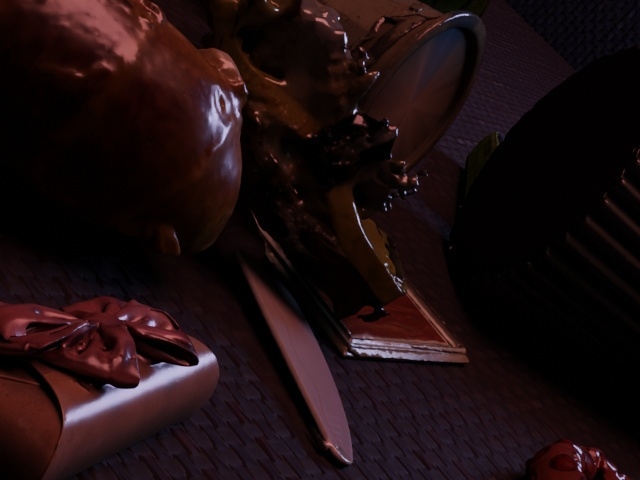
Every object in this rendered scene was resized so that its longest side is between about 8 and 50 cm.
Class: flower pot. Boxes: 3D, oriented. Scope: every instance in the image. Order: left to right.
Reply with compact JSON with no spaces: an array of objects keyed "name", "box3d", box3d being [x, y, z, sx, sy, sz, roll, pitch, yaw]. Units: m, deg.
[{"name":"flower pot","box3d":[0.017,-0.174,1.477,0.203,0.212,0.212,34,15,20]}]

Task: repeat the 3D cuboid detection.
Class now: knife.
[{"name":"knife","box3d":[-0.042,0.037,1.113,0.081,0.043,0.336,32,25,-51]}]

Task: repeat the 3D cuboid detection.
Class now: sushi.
[{"name":"sushi","box3d":[-0.012,-0.085,1.111,0.291,0.131,0.139,62,4,-27]}]

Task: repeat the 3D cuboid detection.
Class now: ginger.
[{"name":"ginger","box3d":[-0.186,-0.163,0.935,0.418,0.254,0.176,38,2,-21]}]

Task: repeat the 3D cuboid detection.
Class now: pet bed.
[{"name":"pet bed","box3d":[0.231,0.233,1.173,0.201,0.053,0.201,42,15,-14]}]

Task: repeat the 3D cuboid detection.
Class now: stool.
[{"name":"stool","box3d":[0.345,0.019,1.526,0.330,0.297,0.297,39,18,-18]}]

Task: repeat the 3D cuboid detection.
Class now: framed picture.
[{"name":"framed picture","box3d":[0.000,0.000,1.289,0.273,0.016,0.216,50,20,25]}]

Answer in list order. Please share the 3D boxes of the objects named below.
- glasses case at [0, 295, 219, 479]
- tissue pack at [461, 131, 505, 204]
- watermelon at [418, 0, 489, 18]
[{"name":"glasses case","box3d":[-0.125,0.058,0.814,0.102,0.070,0.193,44,18,11]},{"name":"tissue pack","box3d":[0.246,-0.031,1.769,0.173,0.073,0.235,39,19,-7]},{"name":"watermelon","box3d":[0.043,-0.365,1.701,0.363,0.363,0.363,37,19,-15]}]
